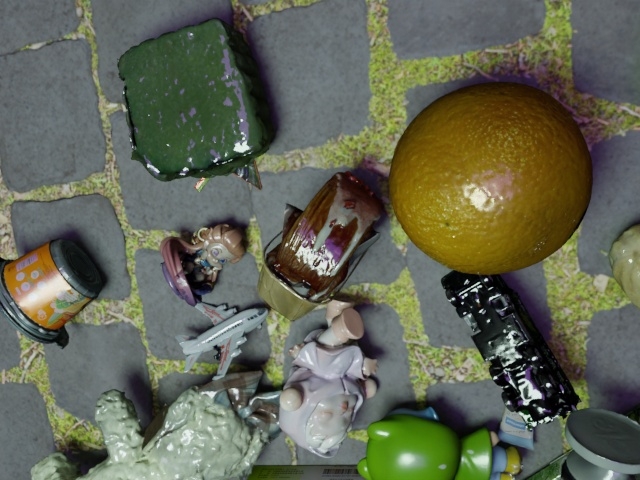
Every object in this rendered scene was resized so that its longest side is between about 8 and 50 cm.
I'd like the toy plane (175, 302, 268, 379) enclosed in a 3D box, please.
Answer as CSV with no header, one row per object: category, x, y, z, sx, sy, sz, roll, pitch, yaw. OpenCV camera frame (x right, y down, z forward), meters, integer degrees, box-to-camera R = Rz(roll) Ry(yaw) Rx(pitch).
toy plane,-0.169,0.163,1.018,0.171,0.066,0.162,-21,52,-7

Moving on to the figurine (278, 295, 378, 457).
figurine,0.008,0.231,0.973,0.133,0.200,0.276,28,108,48

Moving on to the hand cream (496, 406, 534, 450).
hand cream,0.334,0.262,0.960,0.065,0.043,0.171,10,105,24

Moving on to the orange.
orange,0.232,-0.086,0.800,0.274,0.274,0.274,2,101,11

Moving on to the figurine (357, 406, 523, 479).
figurine,0.198,0.361,0.961,0.263,0.143,0.162,10,119,-3

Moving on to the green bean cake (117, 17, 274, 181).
green bean cake,-0.201,-0.213,0.930,0.222,0.125,0.227,-13,93,13

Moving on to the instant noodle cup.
instant noodle cup,-0.476,0.076,1.032,0.125,0.178,0.208,-34,124,0

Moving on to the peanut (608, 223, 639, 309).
peanut,0.548,0.092,0.843,0.290,0.130,0.130,42,105,-1

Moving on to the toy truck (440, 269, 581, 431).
toy truck,0.287,0.151,0.885,0.088,0.121,0.259,-34,72,24

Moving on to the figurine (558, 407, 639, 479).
figurine,0.397,0.381,0.830,0.132,0.176,0.237,4,112,2

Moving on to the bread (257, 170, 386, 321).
bread,0.000,0.000,0.883,0.142,0.224,0.212,35,127,5

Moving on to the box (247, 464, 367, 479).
box,-0.001,0.508,1.063,0.260,0.062,0.175,-5,99,13

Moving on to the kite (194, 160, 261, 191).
kite,-0.175,-0.152,1.000,0.190,0.010,0.159,28,105,6

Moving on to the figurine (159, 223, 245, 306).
figurine,-0.204,0.026,0.999,0.157,0.114,0.126,-49,123,-12

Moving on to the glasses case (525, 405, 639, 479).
glasses case,0.446,0.385,0.951,0.272,0.062,0.095,-40,89,15

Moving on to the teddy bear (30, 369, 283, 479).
teddy bear,-0.287,0.382,1.071,0.375,0.362,0.327,-7,127,54
